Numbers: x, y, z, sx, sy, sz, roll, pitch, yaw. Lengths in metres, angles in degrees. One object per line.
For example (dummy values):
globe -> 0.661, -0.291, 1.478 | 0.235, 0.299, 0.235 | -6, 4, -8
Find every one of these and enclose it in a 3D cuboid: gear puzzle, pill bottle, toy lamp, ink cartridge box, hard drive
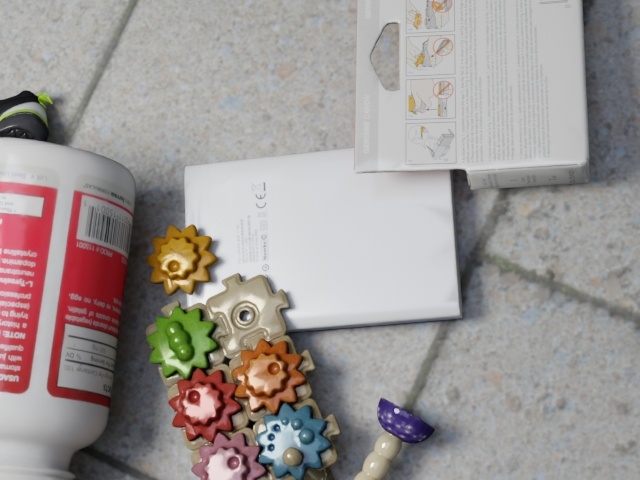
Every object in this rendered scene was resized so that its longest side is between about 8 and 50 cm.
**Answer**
gear puzzle -> -0.108, 0.125, 1.561 | 0.175, 0.044, 0.339 | -25, 71, 6
pill bottle -> -0.345, 0.105, 1.571 | 0.229, 0.229, 0.408 | 3, 78, 13
toy lamp -> 0.026, 0.308, 1.523 | 0.080, 0.080, 0.275 | 30, 83, 17
ink cartridge box -> 0.173, -0.206, 1.592 | 0.261, 0.066, 0.296 | -2, 70, 11
hard drive -> 0.000, 0.000, 1.615 | 0.318, 0.040, 0.210 | -5, 76, 12

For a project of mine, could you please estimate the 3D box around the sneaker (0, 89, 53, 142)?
sneaker -> -0.440, -0.123, 1.737 | 0.234, 0.084, 0.097 | -18, 45, 10

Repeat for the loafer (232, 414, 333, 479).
loafer -> -0.051, 0.245, 1.566 | 0.148, 0.050, 0.056 | 33, 87, 18
